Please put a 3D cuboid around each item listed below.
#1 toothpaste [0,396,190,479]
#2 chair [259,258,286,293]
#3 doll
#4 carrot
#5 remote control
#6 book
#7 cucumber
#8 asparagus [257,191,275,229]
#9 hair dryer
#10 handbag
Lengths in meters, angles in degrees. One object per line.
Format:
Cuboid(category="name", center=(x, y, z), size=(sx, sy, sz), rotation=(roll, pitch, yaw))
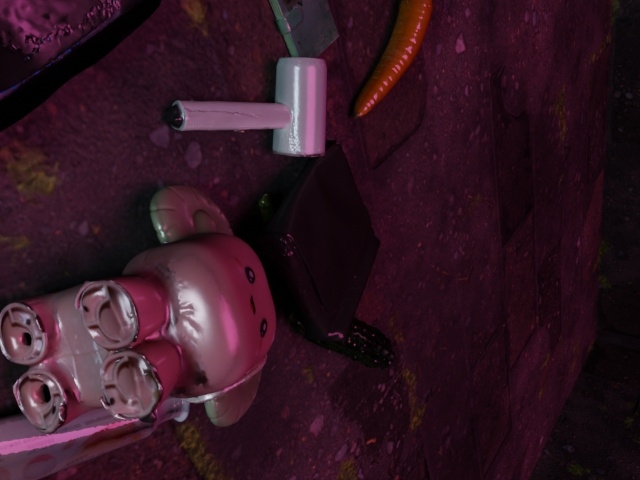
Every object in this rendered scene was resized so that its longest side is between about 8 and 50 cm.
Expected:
Cuboid(category="toothpaste", center=(-0.288, 0.208, 0.569), size=(0.323, 0.066, 0.100), rotation=(-7, 114, -46))
Cuboid(category="chair", center=(-0.059, 0.057, 0.826), size=(0.086, 0.037, 0.042), rotation=(30, 88, -47))
Cuboid(category="doll", center=(-0.160, 0.081, 0.614), size=(0.268, 0.217, 0.284), rotation=(-21, 98, -71))
Cuboid(category="carrot", center=(0.128, -0.310, 0.935), size=(0.066, 0.062, 0.271), rotation=(71, 42, -81))
Cuboid(category="remote control", center=(-0.285, -0.161, 0.457), size=(0.398, 0.062, 0.144), rotation=(-53, 136, -27))
Cuboid(category="book", center=(-0.025, -0.319, 0.769), size=(0.103, 0.017, 0.135), rotation=(-51, 135, -30))
Cuboid(category="cucumber", center=(0.043, 0.163, 0.954), size=(0.265, 0.077, 0.077), rotation=(35, 73, -51))
Cuboid(category="asparagus", center=(-0.072, -0.020, 0.799), size=(0.025, 0.021, 0.108), rotation=(-33, 126, -36))
Cuboid(category="hair dryer", center=(-0.091, -0.170, 0.708), size=(0.237, 0.073, 0.131), rotation=(-11, 111, -39))
Cuboid(category="handbag", center=(0.000, 0.000, 0.827), size=(0.223, 0.080, 0.246), rotation=(64, 35, -34))
